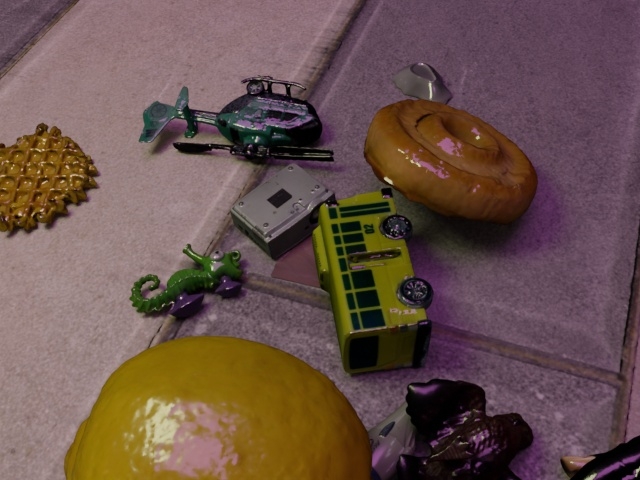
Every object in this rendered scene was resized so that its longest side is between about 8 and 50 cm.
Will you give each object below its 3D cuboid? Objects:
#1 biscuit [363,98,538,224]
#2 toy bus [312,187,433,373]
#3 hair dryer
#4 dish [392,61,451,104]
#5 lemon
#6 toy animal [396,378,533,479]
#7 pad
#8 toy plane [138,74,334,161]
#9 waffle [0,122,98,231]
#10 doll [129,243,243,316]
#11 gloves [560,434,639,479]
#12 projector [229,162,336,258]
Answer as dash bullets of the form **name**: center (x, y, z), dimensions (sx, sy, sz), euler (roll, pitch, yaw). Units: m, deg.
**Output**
- **biscuit**: center (0.218, -0.139, 1.207), dimensions (0.296, 0.102, 0.296), euler (15, 34, -10)
- **toy bus**: center (0.073, 0.056, 1.105), dimensions (0.150, 0.128, 0.262), euler (-8, 51, -4)
- **hair dryer**: center (0.064, 0.237, 1.022), dimensions (0.167, 0.067, 0.199), euler (-29, 39, -30)
- **dish**: center (0.207, -0.320, 1.469), dimensions (0.091, 0.039, 0.137), euler (-25, 51, -16)
- **lemon**: center (-0.112, 0.268, 0.823), dimensions (0.348, 0.348, 0.348), euler (-2, 50, 3)
- **toy animal**: center (0.191, 0.273, 0.950), dimensions (0.180, 0.116, 0.218), euler (-9, 66, -47)
- **pad**: center (0.000, 0.000, 1.242), dimensions (0.113, 0.006, 0.187), euler (12, 54, 13)
- **toy plane**: center (-0.148, -0.221, 1.383), dimensions (0.382, 0.106, 0.155), euler (10, 63, 7)
- **waffle**: center (-0.531, -0.114, 1.355), dimensions (0.232, 0.051, 0.229), euler (36, 58, 28)
- **doll**: center (-0.212, 0.063, 1.179), dimensions (0.190, 0.050, 0.115), euler (-26, 57, -14)
- **gloves**: center (0.399, 0.305, 0.877), dimensions (0.301, 0.152, 0.197), euler (-28, 25, -1)
- **projector**: center (-0.062, -0.054, 1.249), dimensions (0.147, 0.061, 0.115), euler (-38, 56, -19)
